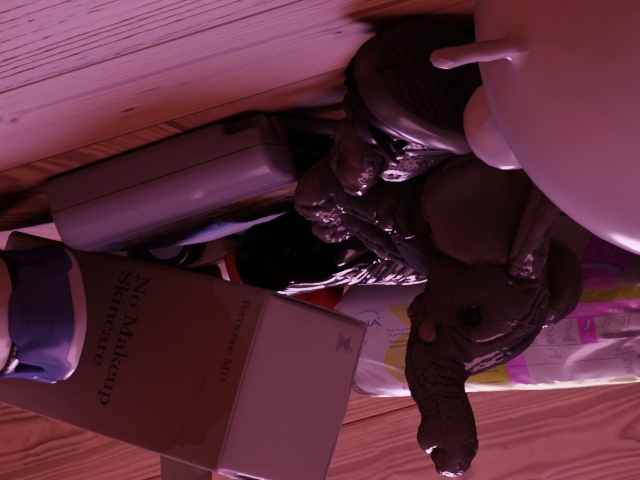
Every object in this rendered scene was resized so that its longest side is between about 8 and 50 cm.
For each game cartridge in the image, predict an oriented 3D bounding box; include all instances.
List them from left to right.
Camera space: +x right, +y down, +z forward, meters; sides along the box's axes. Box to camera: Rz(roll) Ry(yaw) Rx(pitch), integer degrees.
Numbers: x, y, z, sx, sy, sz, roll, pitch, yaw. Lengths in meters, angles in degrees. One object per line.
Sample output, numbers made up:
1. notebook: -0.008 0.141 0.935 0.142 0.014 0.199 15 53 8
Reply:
1. game cartridge: -0.078 -0.041 1.515 0.198 0.062 0.297 -22 174 19

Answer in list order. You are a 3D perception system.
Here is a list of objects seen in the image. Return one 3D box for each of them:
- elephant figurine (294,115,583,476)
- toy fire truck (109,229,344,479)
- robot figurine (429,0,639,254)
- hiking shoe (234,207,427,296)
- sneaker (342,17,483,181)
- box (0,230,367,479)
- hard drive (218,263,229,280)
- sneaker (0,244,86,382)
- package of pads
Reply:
1. elephant figurine: 0.108 0.014 1.375 0.169 0.239 0.186 -2 132 -48
2. toy fire truck: -0.086 0.082 1.730 0.217 0.246 0.158 -18 175 25
3. robot figurine: 0.203 -0.097 0.844 0.300 0.199 0.353 -26 170 41
4. hiking shoe: 0.045 -0.001 1.547 0.227 0.086 0.114 -15 178 -1
5. sneaker: 0.055 -0.082 1.241 0.130 0.087 0.227 -25 177 28
6. box: -0.126 0.093 1.560 0.311 0.148 0.121 9 172 43
7. hard drive: 0.000 0.000 2.278 0.233 0.047 0.353 -14 174 -27
8. sneaker: -0.323 0.052 1.495 0.182 0.127 0.315 4 172 -32
9. package of pads: 0.180 0.046 1.746 0.296 0.101 0.229 -5 -158 24
